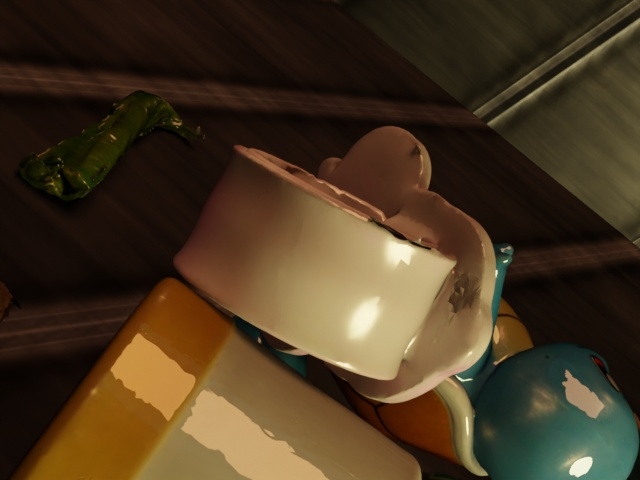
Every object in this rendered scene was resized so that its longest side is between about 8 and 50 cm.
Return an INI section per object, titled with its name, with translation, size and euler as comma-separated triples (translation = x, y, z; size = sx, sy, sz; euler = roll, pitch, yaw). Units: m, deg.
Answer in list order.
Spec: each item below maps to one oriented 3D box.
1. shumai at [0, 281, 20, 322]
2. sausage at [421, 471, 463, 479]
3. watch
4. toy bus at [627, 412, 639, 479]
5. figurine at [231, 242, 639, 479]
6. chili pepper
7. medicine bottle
[shumai]
translation = -0.370, 0.002, 1.000
size = 0.185, 0.218, 0.184
euler = -35, 53, -22
[sausage]
translation = 0.047, 0.291, 1.037
size = 0.125, 0.117, 0.317
euler = 8, 15, 21
[watch]
translation = 0.000, 0.000, 0.977
size = 0.217, 0.211, 0.248
euler = 25, 7, -43
[toy bus]
translation = 0.296, 0.310, 1.201
size = 0.275, 0.167, 0.138
euler = 55, 13, -23
[figurine]
translation = 0.092, 0.086, 1.156
size = 0.416, 0.243, 0.298
euler = 12, -31, 28
[chili pepper]
translation = -0.226, -0.120, 1.482
size = 0.085, 0.076, 0.359
euler = 15, 20, 12
[medicine bottle]
translation = -0.087, 0.184, 0.895
size = 0.232, 0.238, 0.238
euler = 38, 23, -4
